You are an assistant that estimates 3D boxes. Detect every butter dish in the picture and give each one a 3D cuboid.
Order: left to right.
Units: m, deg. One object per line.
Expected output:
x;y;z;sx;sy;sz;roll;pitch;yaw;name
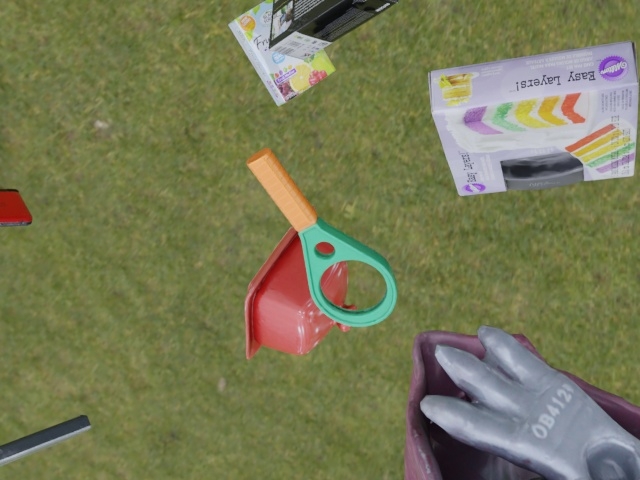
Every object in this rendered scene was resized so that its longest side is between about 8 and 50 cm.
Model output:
-0.011;0.071;1.183;0.118;0.160;0.160;26;148;14;butter dish

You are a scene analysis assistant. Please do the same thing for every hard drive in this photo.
-0.371;0.261;1.263;0.094;0.135;0.022;-32;79;52;hard drive

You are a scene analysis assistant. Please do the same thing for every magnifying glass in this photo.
0.000;0.000;1.036;0.092;0.026;0.231;-26;117;22;magnifying glass

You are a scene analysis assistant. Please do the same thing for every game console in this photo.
-0.508;-0.029;1.432;0.124;0.144;0.085;49;130;41;game console

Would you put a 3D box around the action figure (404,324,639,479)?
0.082;0.204;0.412;0.275;0.248;0.370;12;134;1;action figure

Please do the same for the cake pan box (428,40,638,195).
0.279;-0.146;1.275;0.245;0.070;0.267;-4;158;13;cake pan box

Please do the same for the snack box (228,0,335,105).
-0.056;-0.285;1.464;0.141;0.100;0.037;59;159;-11;snack box

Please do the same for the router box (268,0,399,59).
0.013;-0.260;0.926;0.046;0.133;0.179;10;169;-27;router box
